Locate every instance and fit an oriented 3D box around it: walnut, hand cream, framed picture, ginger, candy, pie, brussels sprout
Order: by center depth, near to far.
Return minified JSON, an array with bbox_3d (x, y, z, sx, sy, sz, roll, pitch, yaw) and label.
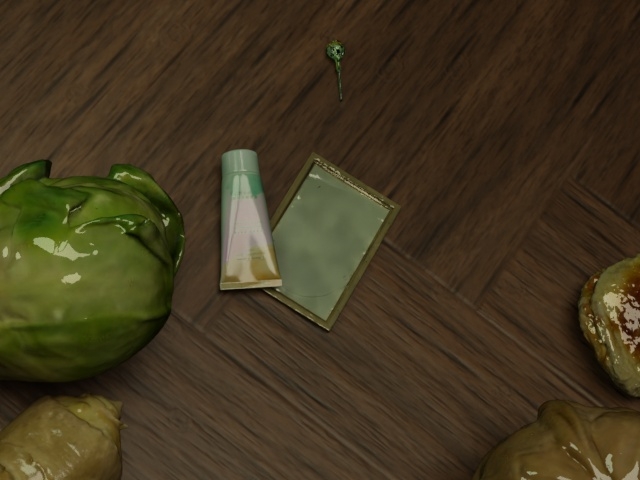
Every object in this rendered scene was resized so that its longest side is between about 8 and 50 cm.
[{"bbox_3d":[-0.316,0.260,1.571,0.138,0.152,0.267,34,42,28],"label":"ginger"},{"bbox_3d":[-0.278,0.028,1.607,0.294,0.259,0.227,-24,110,-16],"label":"brussels sprout"},{"bbox_3d":[0.311,0.315,1.652,0.296,0.285,0.285,-13,73,-4],"label":"walnut"},{"bbox_3d":[-0.092,-0.024,1.795,0.076,0.047,0.174,-3,73,-6],"label":"hand cream"},{"bbox_3d":[0.000,0.000,1.831,0.136,0.010,0.201,32,64,-1],"label":"framed picture"},{"bbox_3d":[0.428,0.106,1.867,0.205,0.084,0.179,-6,71,-21],"label":"pie"},{"bbox_3d":[0.022,-0.224,1.920,0.023,0.025,0.083,-9,76,27],"label":"candy"}]
